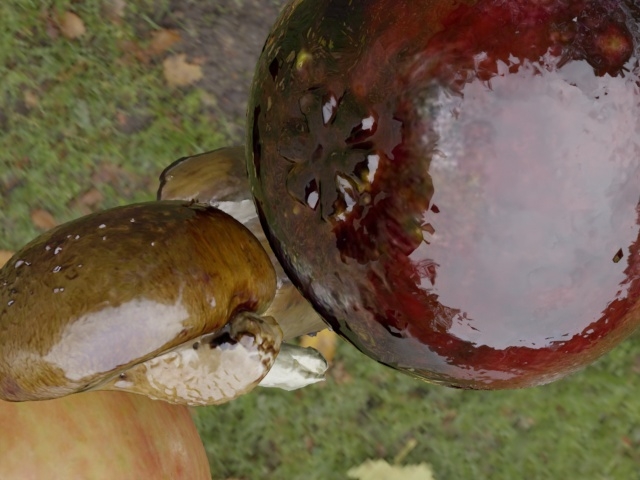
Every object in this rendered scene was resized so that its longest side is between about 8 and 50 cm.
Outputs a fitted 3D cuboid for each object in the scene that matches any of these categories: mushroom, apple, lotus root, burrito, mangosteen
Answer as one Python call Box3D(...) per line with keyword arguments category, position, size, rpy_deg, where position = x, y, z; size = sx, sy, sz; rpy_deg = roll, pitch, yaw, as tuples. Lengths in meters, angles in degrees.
Box3D(category="mushroom", position=(-0.077, 0.031, 0.587), size=(0.127, 0.127, 0.087), rpy_deg=(-17, 86, -20))
Box3D(category="apple", position=(-0.308, 0.223, 1.358), size=(0.391, 0.391, 0.347), rpy_deg=(-24, 79, -16))
Box3D(category="lotus root", position=(0.001, 0.000, 1.172), size=(0.329, 0.078, 0.167), rpy_deg=(-15, 102, -55))
Box3D(category="burrito", position=(-0.125, 0.151, 1.922), size=(0.275, 0.082, 0.059), rpy_deg=(9, 96, -22))
Box3D(category="mangosteen", position=(0.099, -0.053, 0.715), size=(0.261, 0.235, 0.236), rpy_deg=(-9, 114, -38))
